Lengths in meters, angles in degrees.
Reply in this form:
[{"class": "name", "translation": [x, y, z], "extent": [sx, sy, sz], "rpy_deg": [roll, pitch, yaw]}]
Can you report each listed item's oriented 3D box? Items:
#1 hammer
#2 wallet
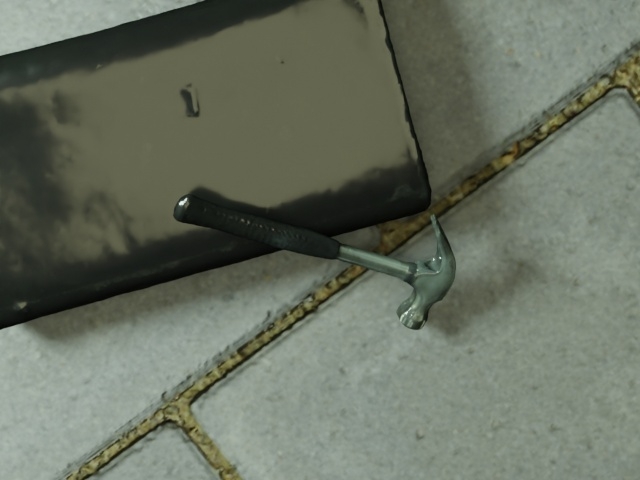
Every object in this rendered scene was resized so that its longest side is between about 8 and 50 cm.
[{"class": "hammer", "translation": [0.000, 0.000, 0.904], "extent": [0.246, 0.029, 0.103], "rpy_deg": [18, 120, -19]}, {"class": "wallet", "translation": [-0.126, -0.081, 0.928], "extent": [0.406, 0.062, 0.228], "rpy_deg": [-15, 98, 3]}]
